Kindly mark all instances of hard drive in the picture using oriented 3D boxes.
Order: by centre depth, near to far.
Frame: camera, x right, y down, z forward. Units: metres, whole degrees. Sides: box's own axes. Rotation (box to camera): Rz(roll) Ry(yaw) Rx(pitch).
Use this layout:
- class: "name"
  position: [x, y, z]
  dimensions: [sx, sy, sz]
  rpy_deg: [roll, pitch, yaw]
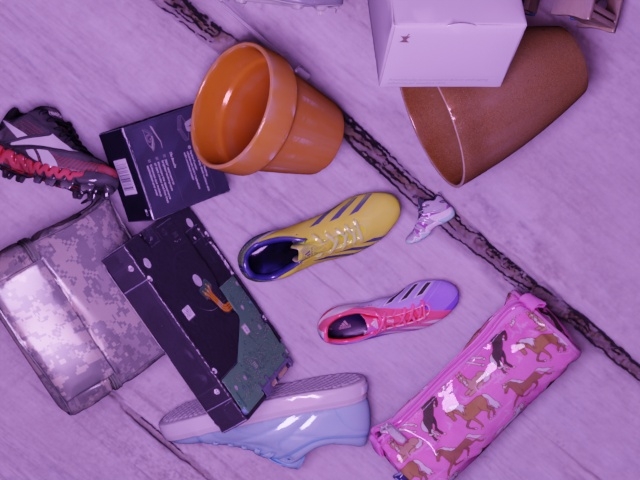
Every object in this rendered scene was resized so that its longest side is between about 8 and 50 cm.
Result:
- class: "hard drive"
  position: [-0.192, 0.120, 1.910]
  dimensions: [0.064, 0.237, 0.339]
  rpy_deg: [-32, 97, 26]

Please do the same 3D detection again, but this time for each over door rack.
- class: "over door rack"
  position: [-0.072, -0.446, 1.882]
  dimensions: [0.324, 0.108, 0.239]
  rpy_deg: [40, 100, -20]

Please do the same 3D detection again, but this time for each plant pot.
- class: "plant pot"
  position: [0.286, -0.238, 1.855]
  dimensions: [0.254, 0.237, 0.237]
  rpy_deg: [-22, 99, -8]
- class: "plant pot"
  position: [-0.072, -0.189, 1.866]
  dimensions: [0.188, 0.205, 0.205]
  rpy_deg: [17, 103, -39]

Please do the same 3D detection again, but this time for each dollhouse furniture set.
- class: "dollhouse furniture set"
  position: [0.381, -0.420, 1.873]
  dimensions: [0.184, 0.129, 0.128]
  rpy_deg: [17, 98, 31]

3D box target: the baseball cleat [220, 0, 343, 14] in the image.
- class: "baseball cleat"
  position: [-0.061, -0.408, 1.803]
  dimensions: [0.206, 0.072, 0.109]
  rpy_deg: [2, 103, -14]

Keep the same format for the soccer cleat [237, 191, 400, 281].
- class: "soccer cleat"
  position: [0.000, 0.001, 1.945]
  dimensions: [0.289, 0.121, 0.093]
  rpy_deg: [-20, 99, 5]

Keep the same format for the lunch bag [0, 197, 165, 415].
- class: "lunch bag"
  position: [-0.386, 0.105, 1.934]
  dimensions: [0.256, 0.212, 0.305]
  rpy_deg: [-33, 99, -12]

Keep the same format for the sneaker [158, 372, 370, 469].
- class: "sneaker"
  position: [-0.090, 0.331, 2.004]
  dimensions: [0.366, 0.135, 0.150]
  rpy_deg: [-9, 97, 4]

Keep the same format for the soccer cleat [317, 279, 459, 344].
- class: "soccer cleat"
  position: [0.116, 0.128, 1.979]
  dimensions: [0.248, 0.095, 0.083]
  rpy_deg: [-13, 100, 4]

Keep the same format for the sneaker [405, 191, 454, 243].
- class: "sneaker"
  position: [0.171, -0.044, 1.976]
  dimensions: [0.098, 0.038, 0.069]
  rpy_deg: [-37, 96, -2]

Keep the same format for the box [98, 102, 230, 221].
- class: "box"
  position: [-0.253, -0.127, 1.907]
  dimensions: [0.158, 0.093, 0.156]
  rpy_deg: [-24, 102, -34]

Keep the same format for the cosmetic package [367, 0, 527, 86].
- class: "cosmetic package"
  position: [0.169, -0.416, 1.737]
  dimensions: [0.197, 0.155, 0.365]
  rpy_deg: [0, 62, -8]

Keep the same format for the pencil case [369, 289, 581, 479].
- class: "pencil case"
  position: [0.260, 0.256, 1.967]
  dimensions: [0.386, 0.167, 0.160]
  rpy_deg: [-45, 74, 8]

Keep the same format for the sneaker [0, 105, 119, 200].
- class: "sneaker"
  position: [-0.433, -0.149, 1.907]
  dimensions: [0.276, 0.098, 0.135]
  rpy_deg: [17, 81, 29]
